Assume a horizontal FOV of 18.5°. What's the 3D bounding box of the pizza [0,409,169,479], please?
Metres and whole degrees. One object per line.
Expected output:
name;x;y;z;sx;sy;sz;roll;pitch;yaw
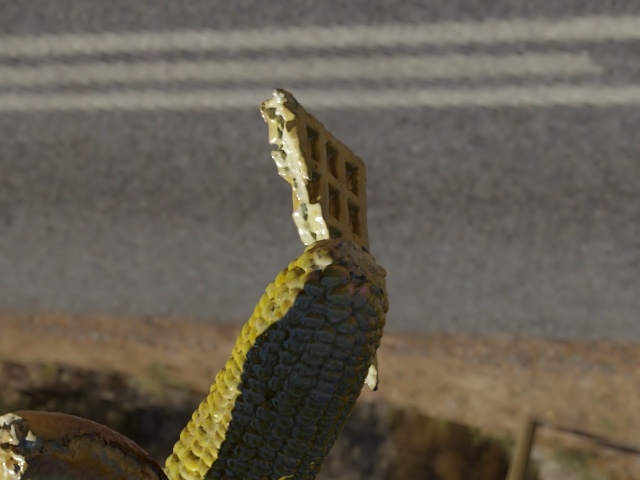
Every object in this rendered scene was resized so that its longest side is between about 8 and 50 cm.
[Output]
pizza;-0.178;0.193;1.159;0.062;0.199;0.188;32;170;39

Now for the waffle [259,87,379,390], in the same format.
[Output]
waffle;0.000;0.000;1.392;0.032;0.191;0.125;-19;144;23

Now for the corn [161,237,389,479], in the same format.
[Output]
corn;-0.041;0.125;1.269;0.101;0.291;0.101;23;-158;-10
